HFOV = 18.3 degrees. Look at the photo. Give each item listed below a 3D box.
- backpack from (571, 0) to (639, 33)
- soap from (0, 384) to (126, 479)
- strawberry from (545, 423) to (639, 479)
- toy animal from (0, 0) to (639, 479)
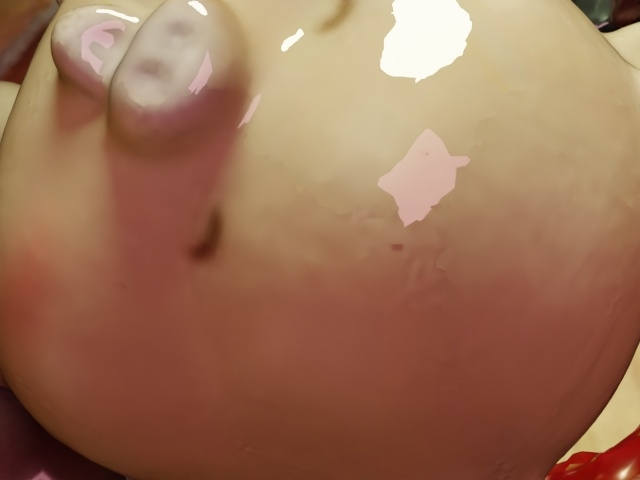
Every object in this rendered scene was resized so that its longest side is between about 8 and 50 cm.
[{"bbox_3d":[0.171,-0.100,0.845,0.165,0.106,0.120,8,67,-8],"label":"backpack"},{"bbox_3d":[-0.222,0.128,0.669,0.325,0.127,0.220,22,71,-7],"label":"soap"},{"bbox_3d":[0.161,0.172,0.701,0.258,0.261,0.261,-18,76,16],"label":"strawberry"},{"bbox_3d":[0.000,0.000,0.654,0.269,0.326,0.237,23,80,26],"label":"toy animal"}]
